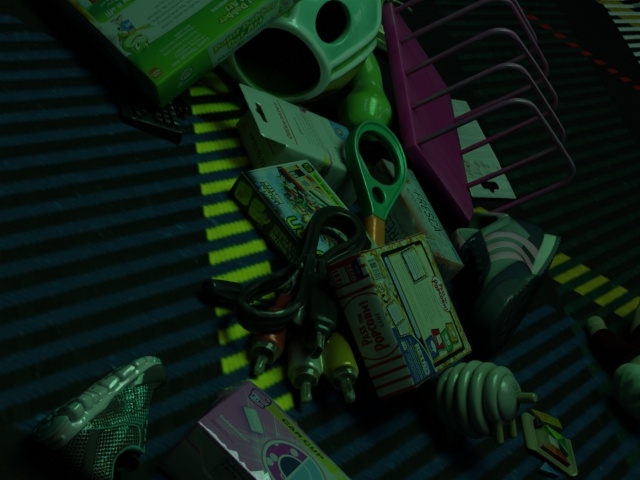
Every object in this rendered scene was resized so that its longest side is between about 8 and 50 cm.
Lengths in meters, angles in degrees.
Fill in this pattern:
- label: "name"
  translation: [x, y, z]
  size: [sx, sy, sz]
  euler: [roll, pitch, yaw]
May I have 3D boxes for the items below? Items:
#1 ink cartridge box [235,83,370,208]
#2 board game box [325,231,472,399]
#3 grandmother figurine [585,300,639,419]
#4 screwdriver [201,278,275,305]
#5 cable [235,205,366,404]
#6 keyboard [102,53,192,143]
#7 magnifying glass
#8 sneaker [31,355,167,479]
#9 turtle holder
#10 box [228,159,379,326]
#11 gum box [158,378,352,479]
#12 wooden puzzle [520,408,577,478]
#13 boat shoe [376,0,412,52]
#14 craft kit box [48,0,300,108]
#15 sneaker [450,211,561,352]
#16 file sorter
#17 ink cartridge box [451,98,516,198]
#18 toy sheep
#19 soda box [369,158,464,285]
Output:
- label: "ink cartridge box"
  translation: [-0.034, -0.112, 1.736]
  size: [0.181, 0.061, 0.104]
  euler: [20, 33, -39]
- label: "board game box"
  translation: [0.087, 0.074, 1.499]
  size: [0.193, 0.045, 0.147]
  euler: [-15, 82, -66]
- label: "grandmother figurine"
  translation: [0.463, 0.137, 1.946]
  size: [0.207, 0.104, 0.342]
  euler: [2, 25, 21]
- label: "screwdriver"
  translation: [-0.062, 0.064, 1.474]
  size: [0.170, 0.025, 0.024]
  euler: [22, 29, -51]
- label: "cable"
  translation: [-0.021, 0.054, 1.480]
  size: [0.139, 0.072, 0.287]
  euler: [20, 30, -10]
- label: "keyboard"
  translation: [-0.199, -0.183, 1.667]
  size: [0.108, 0.023, 0.180]
  euler: [21, 33, -37]
- label: "magnifying glass"
  translation: [0.066, -0.045, 1.713]
  size: [0.092, 0.026, 0.231]
  euler: [29, 51, -34]
- label: "sneaker"
  translation: [-0.166, 0.150, 1.151]
  size: [0.076, 0.065, 0.166]
  euler: [58, 29, -2]
- label: "turtle holder"
  translation: [-0.038, -0.271, 1.841]
  size: [0.243, 0.320, 0.227]
  euler: [-2, 45, 8]
- label: "box"
  translation: [0.000, 0.000, 1.609]
  size: [0.114, 0.036, 0.207]
  euler: [-15, 59, -47]
- label: "gum box"
  translation: [-0.039, 0.211, 1.206]
  size: [0.188, 0.062, 0.107]
  euler: [44, 25, 6]
- label: "wooden puzzle"
  translation: [0.266, 0.234, 1.654]
  size: [0.078, 0.014, 0.116]
  euler: [28, 28, -24]
- label: "boat shoe"
  translation: [0.051, -0.413, 2.308]
  size: [0.285, 0.089, 0.104]
  euler: [44, 25, 6]
- label: "craft kit box"
  translation: [-0.174, -0.313, 1.662]
  size: [0.246, 0.250, 0.061]
  euler: [43, -19, 21]
- label: "sneaker"
  translation: [0.209, 0.045, 1.804]
  size: [0.131, 0.112, 0.319]
  euler: [27, 21, 10]
- label: "file sorter"
  translation: [0.219, -0.201, 1.964]
  size: [0.202, 0.182, 0.291]
  euler: [49, 26, -43]
- label: "ink cartridge box"
  translation: [0.212, -0.133, 2.161]
  size: [0.145, 0.045, 0.179]
  euler: [-1, 63, -56]
- label: "toy sheep"
  translation: [0.169, 0.170, 1.506]
  size: [0.091, 0.132, 0.091]
  euler: [16, 71, -59]
- label: "soda box"
  translation: [0.109, -0.016, 1.780]
  size: [0.058, 0.063, 0.183]
  euler: [20, 33, -39]
